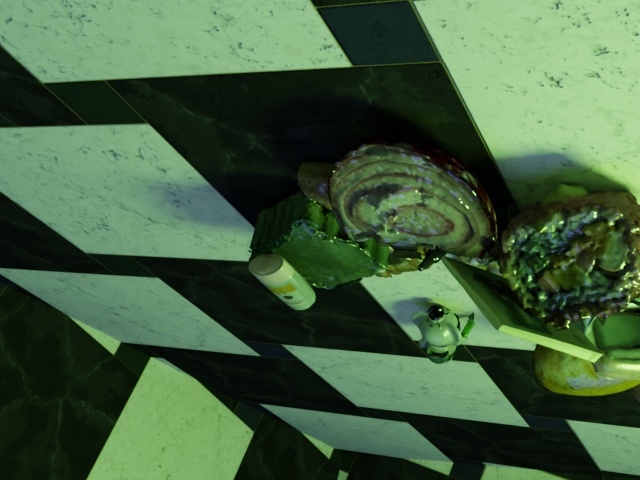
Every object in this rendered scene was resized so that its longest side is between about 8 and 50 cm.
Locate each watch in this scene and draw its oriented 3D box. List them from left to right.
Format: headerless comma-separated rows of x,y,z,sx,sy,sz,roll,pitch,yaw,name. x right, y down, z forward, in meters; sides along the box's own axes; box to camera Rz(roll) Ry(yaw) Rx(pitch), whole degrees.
0.641,0.153,2.007,0.253,0.162,0.241,2,135,-9,watch

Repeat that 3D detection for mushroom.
0.058,-0.093,1.902,0.209,0.072,0.094,25,147,-24,mushroom

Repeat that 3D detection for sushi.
0.456,0.009,1.730,0.270,0.171,0.237,-22,97,41,sushi

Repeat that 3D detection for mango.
0.644,0.258,2.249,0.329,0.176,0.177,-7,119,27,mango

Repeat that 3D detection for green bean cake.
0.000,0.000,2.083,0.241,0.132,0.255,23,154,-23,green bean cake

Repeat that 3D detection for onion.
0.176,-0.100,1.744,0.314,0.146,0.280,15,145,16,onion

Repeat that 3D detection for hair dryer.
0.261,-0.004,1.852,0.173,0.195,0.050,-6,122,38,hair dryer

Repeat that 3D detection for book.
0.366,0.125,1.805,0.282,0.025,0.215,17,-155,-38,book

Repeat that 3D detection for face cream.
-0.076,0.089,2.092,0.084,0.057,0.198,-6,155,22,face cream

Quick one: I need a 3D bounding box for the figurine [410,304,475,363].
0.300,0.228,2.468,0.147,0.126,0.192,15,144,24,figurine

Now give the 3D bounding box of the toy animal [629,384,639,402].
0.846,0.321,2.252,0.195,0.256,0.213,38,-159,7,toy animal

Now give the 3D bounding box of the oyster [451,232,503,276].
0.431,0.041,1.962,0.271,0.100,0.275,29,136,-34,oyster

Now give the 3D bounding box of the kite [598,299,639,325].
0.565,0.100,1.898,0.011,0.139,0.156,14,-172,-39,kite

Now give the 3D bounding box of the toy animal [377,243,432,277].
0.184,0.038,2.173,0.099,0.057,0.241,23,156,-37,toy animal
